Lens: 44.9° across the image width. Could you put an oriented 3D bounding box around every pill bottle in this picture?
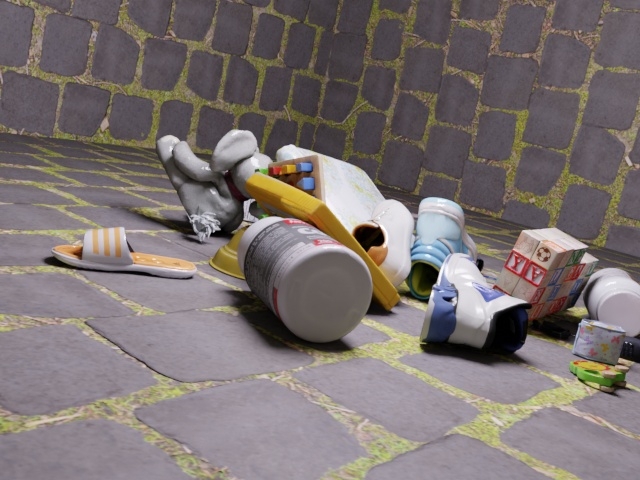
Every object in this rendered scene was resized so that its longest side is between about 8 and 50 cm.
[{"bbox_3d":[0.662,0.142,1.728,0.131,0.131,0.229,14,10,12],"label":"pill bottle"},{"bbox_3d":[-0.040,0.053,1.328,0.161,0.161,0.283,7,12,-24],"label":"pill bottle"}]

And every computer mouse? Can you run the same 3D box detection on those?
[{"bbox_3d":[0.552,0.194,1.578,0.242,0.041,0.071,15,11,22],"label":"computer mouse"}]

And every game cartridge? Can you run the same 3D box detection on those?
[{"bbox_3d":[0.000,0.000,1.559,0.285,0.053,0.323,49,-9,-28],"label":"game cartridge"}]

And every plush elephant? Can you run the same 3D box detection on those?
[{"bbox_3d":[-0.219,-0.147,1.888,0.255,0.272,0.330,-30,34,-2],"label":"plush elephant"}]

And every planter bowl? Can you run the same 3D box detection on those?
[{"bbox_3d":[-0.119,0.021,1.622,0.217,0.091,0.217,11,11,-2],"label":"planter bowl"}]

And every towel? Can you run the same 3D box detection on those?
[{"bbox_3d":[0.075,-0.074,1.915,0.321,0.090,0.374,54,22,25],"label":"towel"}]

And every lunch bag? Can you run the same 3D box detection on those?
[{"bbox_3d":[0.529,0.191,1.477,0.083,0.071,0.053,11,8,3],"label":"lunch bag"}]

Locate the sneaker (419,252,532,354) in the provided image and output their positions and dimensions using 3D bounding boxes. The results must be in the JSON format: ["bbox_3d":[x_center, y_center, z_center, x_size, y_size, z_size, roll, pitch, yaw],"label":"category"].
[{"bbox_3d":[0.292,0.134,1.431,0.182,0.128,0.315,17,18,11],"label":"sneaker"}]

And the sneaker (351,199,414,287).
[{"bbox_3d":[0.128,-0.026,1.656,0.123,0.106,0.290,40,24,-20],"label":"sneaker"}]

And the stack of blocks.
[{"bbox_3d":[0.494,0.067,1.665,0.087,0.171,0.297,36,23,32],"label":"stack of blocks"}]

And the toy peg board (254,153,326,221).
[{"bbox_3d":[-0.074,-0.105,1.746,0.160,0.161,0.079,-5,0,42],"label":"toy peg board"}]

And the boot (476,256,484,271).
[{"bbox_3d":[0.363,0.037,1.989,0.106,0.082,0.219,21,0,18],"label":"boot"}]

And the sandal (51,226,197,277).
[{"bbox_3d":[-0.356,0.013,1.430,0.265,0.076,0.102,7,11,-22],"label":"sandal"}]

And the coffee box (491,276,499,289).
[{"bbox_3d":[0.502,0.126,1.836,0.184,0.041,0.113,1,27,-44],"label":"coffee box"}]

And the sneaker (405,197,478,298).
[{"bbox_3d":[0.265,0.063,1.753,0.127,0.208,0.319,8,-25,27],"label":"sneaker"}]

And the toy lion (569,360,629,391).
[{"bbox_3d":[0.475,0.228,1.339,0.096,0.034,0.100,11,8,39],"label":"toy lion"}]

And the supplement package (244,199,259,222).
[{"bbox_3d":[-0.133,-0.131,2.266,0.203,0.149,0.194,11,10,-11],"label":"supplement package"}]

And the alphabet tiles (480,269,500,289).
[{"bbox_3d":[0.374,0.100,1.977,0.285,0.011,0.342,13,11,11],"label":"alphabet tiles"}]
